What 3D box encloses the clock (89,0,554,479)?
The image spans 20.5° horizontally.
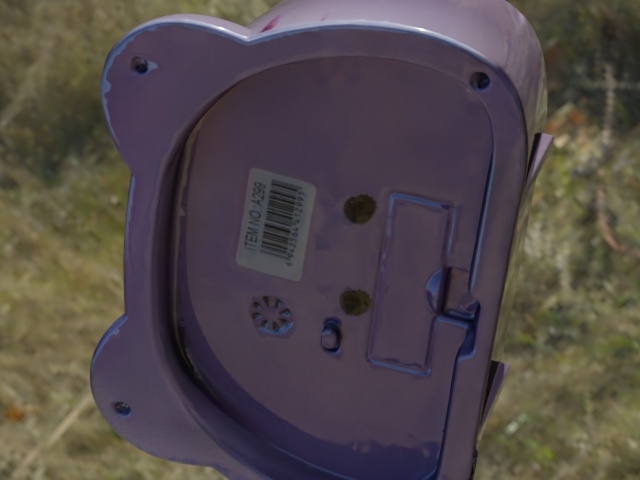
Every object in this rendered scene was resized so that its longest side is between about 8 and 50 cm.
[{"bbox_3d":[0.000,0.000,0.469,0.110,0.152,0.050,13,32,10],"label":"clock"}]
